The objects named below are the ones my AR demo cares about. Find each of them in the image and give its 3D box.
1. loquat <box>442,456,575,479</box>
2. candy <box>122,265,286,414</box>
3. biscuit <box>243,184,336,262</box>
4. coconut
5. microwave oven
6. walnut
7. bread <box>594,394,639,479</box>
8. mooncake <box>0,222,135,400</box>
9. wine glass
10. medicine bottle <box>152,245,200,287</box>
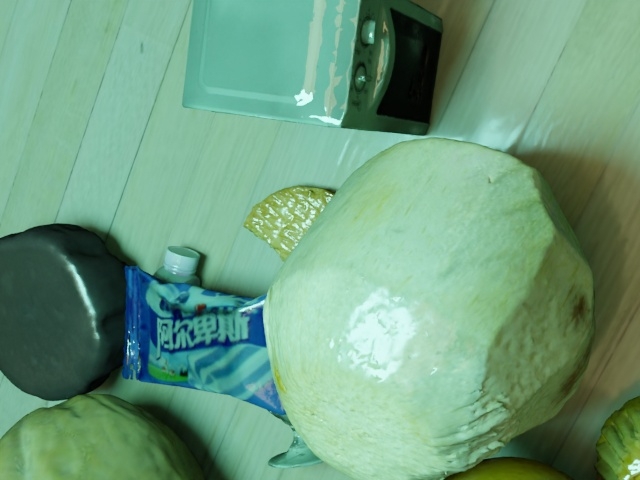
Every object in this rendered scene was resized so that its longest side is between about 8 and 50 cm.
[{"bbox_3d":[0.213,0.375,0.924,0.263,0.263,0.263,2,96,25],"label":"loquat"},{"bbox_3d":[-0.159,0.135,1.167,0.331,0.077,0.187,7,99,34],"label":"candy"},{"bbox_3d":[0.001,0.000,1.185,0.224,0.033,0.144,38,108,16],"label":"biscuit"},{"bbox_3d":[0.139,0.072,0.949,0.415,0.415,0.344,-40,99,22],"label":"coconut"},{"bbox_3d":[0.003,-0.232,1.019,0.237,0.295,0.181,12,100,24],"label":"microwave oven"},{"bbox_3d":[-0.328,0.410,1.218,0.381,0.381,0.381,2,96,25],"label":"walnut"},{"bbox_3d":[0.433,0.278,0.951,0.240,0.139,0.240,3,96,28],"label":"bread"},{"bbox_3d":[-0.415,0.109,1.329,0.283,0.141,0.283,7,105,27],"label":"mooncake"},{"bbox_3d":[-0.040,0.198,1.184,0.103,0.103,0.231,-7,89,25],"label":"wine glass"},{"bbox_3d":[-0.224,0.072,1.273,0.055,0.074,0.118,22,103,22],"label":"medicine bottle"}]
